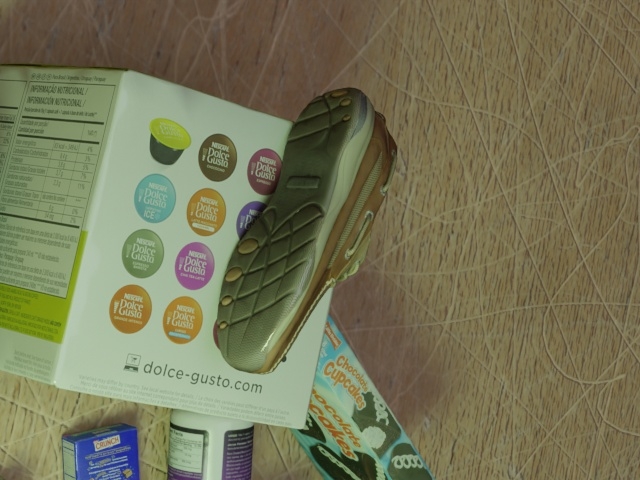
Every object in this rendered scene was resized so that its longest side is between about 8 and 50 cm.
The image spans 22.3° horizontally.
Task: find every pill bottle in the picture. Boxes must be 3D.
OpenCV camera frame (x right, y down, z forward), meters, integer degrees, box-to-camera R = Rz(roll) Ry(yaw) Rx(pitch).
[{"bbox_3d":[-0.139,0.263,2.070,0.108,0.108,0.194,0,96,-40],"label":"pill bottle"}]

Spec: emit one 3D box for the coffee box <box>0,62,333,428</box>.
[{"bbox_3d":[-0.212,0.001,1.827,0.337,0.338,0.334,15,85,-40],"label":"coffee box"}]

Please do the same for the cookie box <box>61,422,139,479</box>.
[{"bbox_3d":[-0.270,0.287,2.008,0.091,0.040,0.107,-8,101,-38],"label":"cookie box"}]

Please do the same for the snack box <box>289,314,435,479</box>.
[{"bbox_3d":[0.005,0.208,2.131,0.060,0.187,0.322,-47,122,-25],"label":"snack box"}]

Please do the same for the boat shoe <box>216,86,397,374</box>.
[{"bbox_3d":[0.000,0.000,1.708,0.116,0.123,0.324,37,72,-40],"label":"boat shoe"}]

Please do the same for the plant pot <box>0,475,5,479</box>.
[{"bbox_3d":[-0.387,0.345,1.883,0.109,0.096,0.109,-19,106,-37],"label":"plant pot"}]
